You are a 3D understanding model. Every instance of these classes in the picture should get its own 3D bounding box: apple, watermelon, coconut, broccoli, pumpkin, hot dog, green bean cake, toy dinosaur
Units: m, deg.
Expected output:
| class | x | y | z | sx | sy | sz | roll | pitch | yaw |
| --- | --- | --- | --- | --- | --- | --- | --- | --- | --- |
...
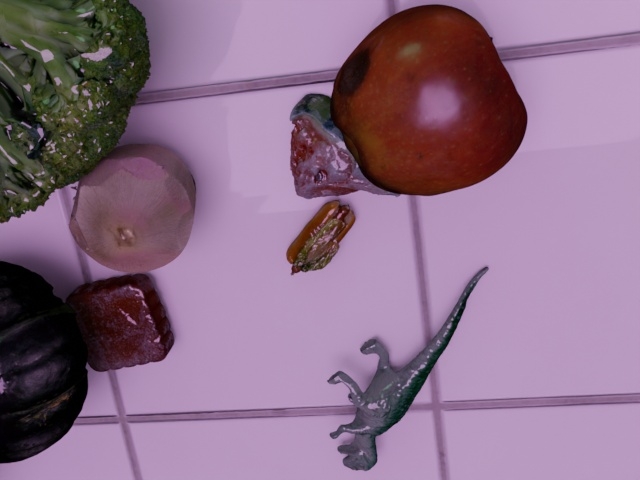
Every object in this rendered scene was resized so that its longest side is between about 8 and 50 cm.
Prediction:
| class | x | y | z | sx | sy | sz | roll | pitch | yaw |
| --- | --- | --- | --- | --- | --- | --- | --- | --- | --- |
| apple | 0.122 | -0.154 | 0.980 | 0.229 | 0.230 | 0.230 | 3 | 111 | 8 |
| watermelon | 0.021 | -0.096 | 1.101 | 0.187 | 0.071 | 0.139 | 40 | 116 | -7 |
| coconut | -0.249 | -0.040 | 1.100 | 0.170 | 0.183 | 0.171 | 1 | 113 | 2 |
| broccoli | -0.382 | -0.193 | 1.002 | 0.413 | 0.310 | 0.321 | 22 | 117 | 27 |
| pumpkin | -0.484 | 0.182 | 1.171 | 0.295 | 0.296 | 0.296 | 3 | 111 | 8 |
| hot dog | 0.000 | 0.000 | 1.149 | 0.056 | 0.041 | 0.133 | 32 | 114 | -21 |
| green bean cake | -0.295 | 0.121 | 1.240 | 0.135 | 0.056 | 0.136 | -12 | 109 | 13 |
| toy dinosaur | 0.090 | 0.178 | 1.190 | 0.129 | 0.076 | 0.383 | 24 | 116 | -7 |
